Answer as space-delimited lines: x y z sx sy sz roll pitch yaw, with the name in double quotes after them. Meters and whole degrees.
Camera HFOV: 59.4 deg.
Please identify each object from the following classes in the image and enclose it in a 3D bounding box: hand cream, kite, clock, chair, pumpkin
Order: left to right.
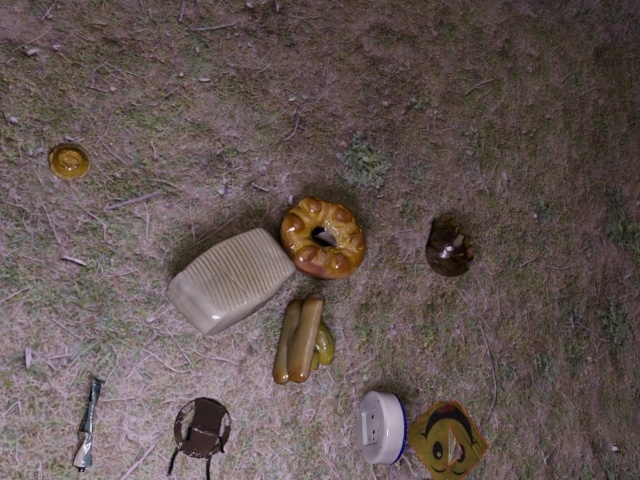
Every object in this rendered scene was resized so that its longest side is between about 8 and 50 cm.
-0.643 0.516 1.570 0.052 0.075 0.247 16 71 -25 "hand cream"
-0.356 0.589 1.673 0.174 0.149 0.213 23 24 -14 "chair"
0.194 0.611 1.837 0.083 0.230 0.230 9 70 -23 "clock"
0.464 0.751 2.045 0.378 0.013 0.327 13 70 -22 "kite"
0.505 0.032 2.224 0.149 0.130 0.254 -29 89 -30 "pumpkin"

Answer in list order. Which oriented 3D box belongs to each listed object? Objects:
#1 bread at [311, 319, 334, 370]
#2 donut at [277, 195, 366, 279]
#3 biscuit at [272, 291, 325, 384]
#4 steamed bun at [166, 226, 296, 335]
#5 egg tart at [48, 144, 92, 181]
-0.026 0.348 1.915 0.150 0.065 0.187 -14 82 -23 "bread"
0.000 0.000 1.985 0.299 0.150 0.317 -34 91 -29 "donut"
-0.076 0.316 1.803 0.062 0.237 0.290 19 69 -20 "biscuit"
-0.285 0.138 1.767 0.384 0.236 0.247 -36 81 -36 "steamed bun"
-0.784 -0.249 1.754 0.129 0.049 0.128 9 69 -23 "egg tart"
